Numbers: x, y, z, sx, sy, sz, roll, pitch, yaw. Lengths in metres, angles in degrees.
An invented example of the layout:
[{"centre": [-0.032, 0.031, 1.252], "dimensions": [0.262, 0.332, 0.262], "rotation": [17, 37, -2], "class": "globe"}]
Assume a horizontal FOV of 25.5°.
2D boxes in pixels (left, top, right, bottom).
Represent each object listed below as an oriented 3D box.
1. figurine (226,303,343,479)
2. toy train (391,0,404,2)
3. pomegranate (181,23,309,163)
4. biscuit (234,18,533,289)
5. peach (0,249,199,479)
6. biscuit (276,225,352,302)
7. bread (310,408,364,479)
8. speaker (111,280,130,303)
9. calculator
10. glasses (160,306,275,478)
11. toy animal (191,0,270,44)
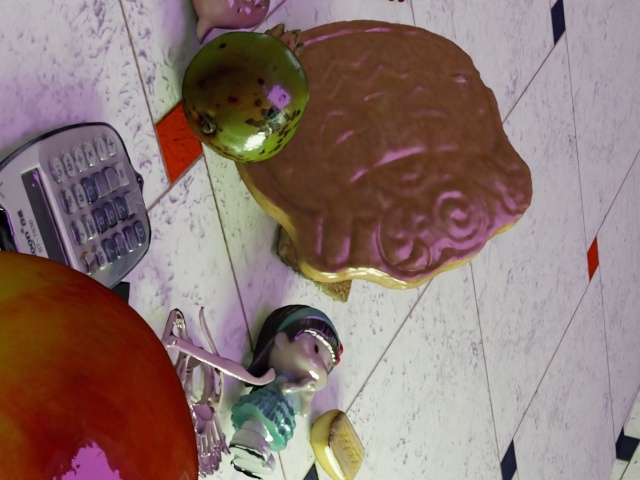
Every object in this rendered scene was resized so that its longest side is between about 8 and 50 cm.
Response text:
[{"centre": [-0.051, 0.200, 1.897], "dimensions": [0.138, 0.110, 0.246], "rotation": [76, 34, -52], "class": "figurine"}, {"centre": [0.126, -0.414, 2.189], "dimensions": [0.138, 0.050, 0.087], "rotation": [-10, 101, -63], "class": "toy train"}, {"centre": [-0.080, -0.185, 1.700], "dimensions": [0.205, 0.159, 0.159], "rotation": [-58, 143, -39], "class": "pomegranate"}, {"centre": [0.079, -0.119, 1.831], "dimensions": [0.385, 0.062, 0.365], "rotation": [-22, 80, -26], "class": "biscuit"}, {"centre": [-0.268, 0.207, 1.182], "dimensions": [0.388, 0.388, 0.389], "rotation": [-21, 113, -61], "class": "peach"}, {"centre": [0.000, 0.000, 2.041], "dimensions": [0.231, 0.025, 0.131], "rotation": [42, 58, -58], "class": "biscuit"}, {"centre": [0.019, 0.307, 2.107], "dimensions": [0.115, 0.056, 0.082], "rotation": [62, 41, -39], "class": "bread"}, {"centre": [-0.250, 0.155, 1.549], "dimensions": [0.082, 0.044, 0.218], "rotation": [-13, 107, -63], "class": "speaker"}, {"centre": [-0.255, -0.028, 1.470], "dimensions": [0.268, 0.040, 0.177], "rotation": [-33, 110, -58], "class": "calculator"}, {"centre": [-0.133, 0.190, 1.703], "dimensions": [0.255, 0.095, 0.162], "rotation": [60, 35, -55], "class": "glasses"}, {"centre": [-0.108, -0.290, 1.720], "dimensions": [0.150, 0.089, 0.083], "rotation": [-8, 68, -60], "class": "toy animal"}]
